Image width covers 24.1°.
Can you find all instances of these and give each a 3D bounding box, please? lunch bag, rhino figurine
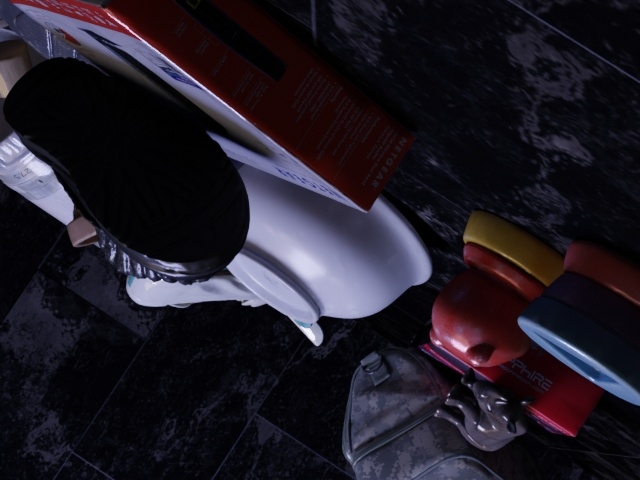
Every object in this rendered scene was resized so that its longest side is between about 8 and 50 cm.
[{"bbox_3d":[0.182,0.314,2.200,0.305,0.212,0.256,38,-152,-40],"label":"lunch bag"},{"bbox_3d":[0.219,0.218,1.933,0.106,0.073,0.243,36,166,5],"label":"rhino figurine"}]

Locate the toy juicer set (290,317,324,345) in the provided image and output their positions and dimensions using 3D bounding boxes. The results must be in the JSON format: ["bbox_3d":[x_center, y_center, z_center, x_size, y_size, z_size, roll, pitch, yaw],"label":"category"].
[{"bbox_3d":[-0.069,0.027,2.084,0.209,0.089,0.329,36,149,12],"label":"toy juicer set"}]

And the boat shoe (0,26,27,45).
[{"bbox_3d":[-0.420,-0.256,2.235,0.088,0.096,0.267,23,170,42],"label":"boat shoe"}]

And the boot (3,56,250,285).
[{"bbox_3d":[-0.151,-0.021,1.483,0.348,0.131,0.260,42,167,40],"label":"boot"}]

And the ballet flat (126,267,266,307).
[{"bbox_3d":[-0.134,0.046,2.302,0.400,0.139,0.139,1,-160,-44],"label":"ballet flat"}]

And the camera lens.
[{"bbox_3d":[-0.332,-0.134,2.129,0.274,0.219,0.219,37,173,-33],"label":"camera lens"}]

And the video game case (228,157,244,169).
[{"bbox_3d":[-0.132,-0.133,1.609,0.143,0.019,0.157,36,-154,1],"label":"video game case"}]

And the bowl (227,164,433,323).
[{"bbox_3d":[-0.025,0.005,1.773,0.298,0.134,0.298,34,165,10],"label":"bowl"}]

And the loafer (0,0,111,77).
[{"bbox_3d":[-0.302,-0.272,1.574,0.302,0.095,0.109,28,144,7],"label":"loafer"}]

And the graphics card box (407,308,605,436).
[{"bbox_3d":[0.256,0.178,2.144,0.232,0.094,0.371,33,175,0],"label":"graphics card box"}]

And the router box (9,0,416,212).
[{"bbox_3d":[-0.118,-0.167,1.331,0.301,0.082,0.335,37,174,-31],"label":"router box"}]

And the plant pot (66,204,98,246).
[{"bbox_3d":[-0.231,-0.082,1.962,0.237,0.237,0.110,160,89,-83],"label":"plant pot"}]

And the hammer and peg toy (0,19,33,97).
[{"bbox_3d":[-0.548,-0.276,1.958,0.361,0.266,0.127,29,134,42],"label":"hammer and peg toy"}]

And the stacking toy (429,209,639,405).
[{"bbox_3d":[0.255,0.110,1.369,0.279,0.130,0.309,36,174,-20],"label":"stacking toy"}]
